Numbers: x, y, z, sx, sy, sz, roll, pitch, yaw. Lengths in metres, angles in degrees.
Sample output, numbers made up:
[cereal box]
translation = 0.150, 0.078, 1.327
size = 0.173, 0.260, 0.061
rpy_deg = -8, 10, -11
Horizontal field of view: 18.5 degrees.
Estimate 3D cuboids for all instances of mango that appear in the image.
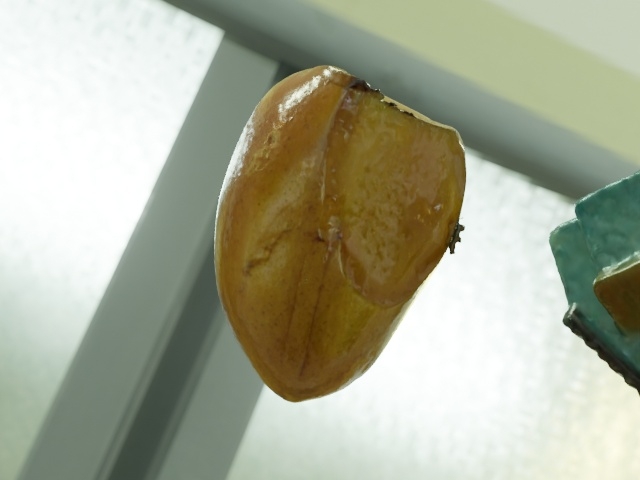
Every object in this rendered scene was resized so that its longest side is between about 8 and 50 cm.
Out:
[mango]
translation = 0.000, 0.000, 1.579
size = 0.187, 0.257, 0.138
rpy_deg = 25, 2, -19

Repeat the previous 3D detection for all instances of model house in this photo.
[model house]
translation = 0.353, 0.084, 1.652
size = 0.230, 0.248, 0.280
rpy_deg = -28, -29, 24
